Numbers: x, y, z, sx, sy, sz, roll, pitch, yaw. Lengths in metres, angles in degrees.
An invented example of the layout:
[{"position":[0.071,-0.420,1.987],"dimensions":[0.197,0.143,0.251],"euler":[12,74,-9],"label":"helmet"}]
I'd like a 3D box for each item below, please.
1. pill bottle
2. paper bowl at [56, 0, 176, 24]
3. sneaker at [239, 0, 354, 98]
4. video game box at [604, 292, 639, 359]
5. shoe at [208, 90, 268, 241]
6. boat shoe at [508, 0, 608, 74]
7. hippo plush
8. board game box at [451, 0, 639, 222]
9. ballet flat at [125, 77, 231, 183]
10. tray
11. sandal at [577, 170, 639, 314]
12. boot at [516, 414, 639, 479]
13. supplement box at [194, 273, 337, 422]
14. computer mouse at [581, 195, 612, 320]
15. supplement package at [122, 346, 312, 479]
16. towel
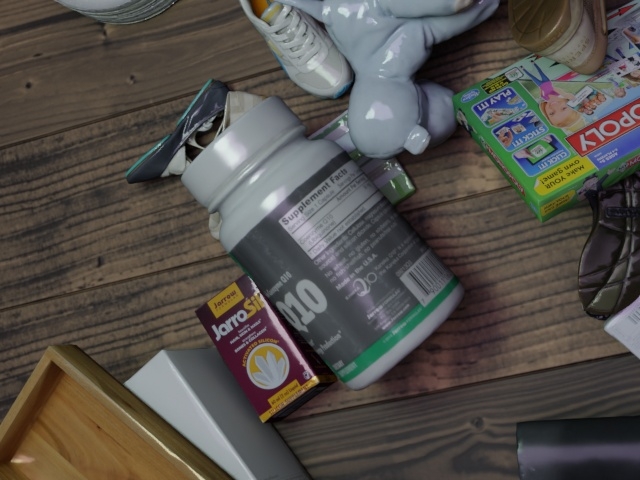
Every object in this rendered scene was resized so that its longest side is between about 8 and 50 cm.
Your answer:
[{"position":[0.000,0.000,1.641],"dimensions":[0.204,0.204,0.361],"euler":[-42,88,11],"label":"pill bottle"},{"position":[-0.316,-0.474,1.860],"dimensions":[0.284,0.148,0.284],"euler":[-2,85,20],"label":"paper bowl"},{"position":[-0.043,-0.291,1.780],"dimensions":[0.087,0.092,0.229],"euler":[-43,75,9],"label":"sneaker"},{"position":[0.490,0.093,1.562],"dimensions":[0.187,0.048,0.205],"euler":[42,104,5],"label":"video game box"},{"position":[-0.129,-0.107,1.795],"dimensions":[0.058,0.076,0.219],"euler":[16,86,-24],"label":"shoe"},{"position":[0.303,-0.351,1.625],"dimensions":[0.121,0.110,0.341],"euler":[-33,40,41],"label":"boat shoe"},{"position":[0.116,-0.228,1.637],"dimensions":[0.234,0.294,0.237],"euler":[-7,91,40],"label":"hippo plush"},{"position":[0.353,-0.175,1.565],"dimensions":[0.317,0.046,0.213],"euler":[-29,50,-6],"label":"board game box"},{"position":[-0.196,-0.143,1.833],"dimensions":[0.074,0.074,0.203],"euler":[43,93,17],"label":"ballet flat"},{"position":[-0.238,0.336,1.619],"dimensions":[0.411,0.076,0.203],"euler":[36,101,18],"label":"tray"},{"position":[0.367,-0.015,1.574],"dimensions":[0.090,0.060,0.219],"euler":[3,83,7],"label":"sandal"},{"position":[0.449,0.217,1.501],"dimensions":[0.445,0.146,0.367],"euler":[-7,104,20],"label":"boot"},{"position":[-0.076,0.147,1.759],"dimensions":[0.104,0.081,0.188],"euler":[-37,75,13],"label":"supplement box"},{"position":[0.400,-0.044,1.626],"dimensions":[0.188,0.072,0.272],"euler":[-16,93,15],"label":"computer mouse"},{"position":[-0.156,0.311,1.722],"dimensions":[0.177,0.175,0.293],"euler":[-41,74,14],"label":"supplement package"},{"position":[0.053,-0.103,1.771],"dimensions":[0.113,0.023,0.152],"euler":[-34,78,15],"label":"towel"}]
